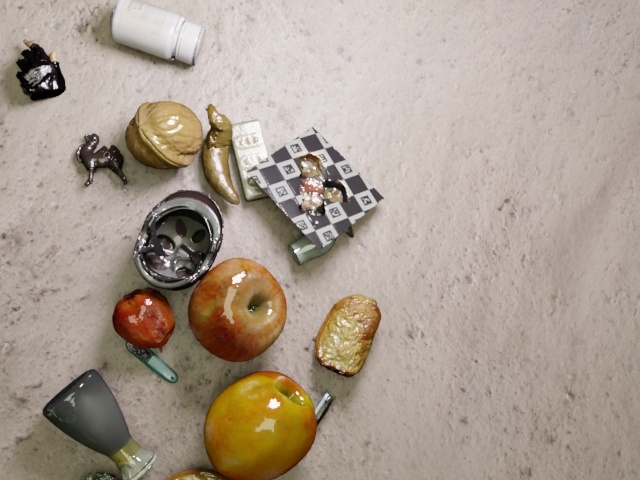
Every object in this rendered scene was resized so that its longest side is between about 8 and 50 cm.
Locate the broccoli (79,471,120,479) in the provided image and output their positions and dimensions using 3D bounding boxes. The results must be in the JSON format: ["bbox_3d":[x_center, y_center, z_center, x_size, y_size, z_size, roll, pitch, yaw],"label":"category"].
[{"bbox_3d":[-0.630,0.739,1.610,0.160,0.167,0.154,-31,60,13],"label":"broccoli"}]

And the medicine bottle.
[{"bbox_3d":[-0.490,-0.633,1.736,0.258,0.143,0.143,18,82,-9],"label":"medicine bottle"}]

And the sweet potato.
[{"bbox_3d":[-0.314,-0.262,1.750,0.098,0.124,0.310,-12,103,-34],"label":"sweet potato"}]

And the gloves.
[{"bbox_3d":[-0.836,-0.513,1.675,0.129,0.106,0.180,-25,94,-10],"label":"gloves"}]

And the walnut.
[{"bbox_3d":[-0.459,-0.309,1.673,0.228,0.228,0.228,1,85,-11],"label":"walnut"}]

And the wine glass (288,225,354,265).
[{"bbox_3d":[0.000,0.000,1.808,0.202,0.093,0.093,-30,92,-12],"label":"wine glass"}]

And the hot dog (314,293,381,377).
[{"bbox_3d":[0.090,0.293,1.794,0.175,0.114,0.259,27,79,-3],"label":"hot dog"}]

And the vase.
[{"bbox_3d":[-0.611,0.537,1.614,0.173,0.173,0.321,-39,100,-12],"label":"vase"}]

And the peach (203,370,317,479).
[{"bbox_3d":[-0.179,0.541,1.637,0.308,0.308,0.332,42,95,-5],"label":"peach"}]

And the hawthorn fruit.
[{"bbox_3d":[-0.511,0.226,1.663,0.179,0.173,0.173,35,78,-33],"label":"hawthorn fruit"}]

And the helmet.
[{"bbox_3d":[-0.407,0.014,1.683,0.225,0.177,0.305,28,72,2],"label":"helmet"}]

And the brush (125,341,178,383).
[{"bbox_3d":[-0.505,0.362,1.707,0.193,0.032,0.043,42,79,-4],"label":"brush"}]

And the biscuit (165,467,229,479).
[{"bbox_3d":[-0.372,0.814,1.662,0.296,0.102,0.296,1,85,-15],"label":"biscuit"}]

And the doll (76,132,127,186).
[{"bbox_3d":[-0.661,-0.244,1.716,0.139,0.057,0.165,-8,82,-9],"label":"doll"}]

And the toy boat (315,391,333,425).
[{"bbox_3d":[-0.018,0.531,1.782,0.066,0.059,0.140,28,78,22],"label":"toy boat"}]

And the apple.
[{"bbox_3d":[-0.252,0.204,1.669,0.302,0.301,0.301,1,85,-11],"label":"apple"}]

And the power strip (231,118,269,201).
[{"bbox_3d":[-0.215,-0.256,1.798,0.105,0.070,0.256,-14,87,-13],"label":"power strip"}]

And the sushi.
[{"bbox_3d":[-0.021,-0.156,1.806,0.339,0.069,0.320,46,57,5],"label":"sushi"}]
